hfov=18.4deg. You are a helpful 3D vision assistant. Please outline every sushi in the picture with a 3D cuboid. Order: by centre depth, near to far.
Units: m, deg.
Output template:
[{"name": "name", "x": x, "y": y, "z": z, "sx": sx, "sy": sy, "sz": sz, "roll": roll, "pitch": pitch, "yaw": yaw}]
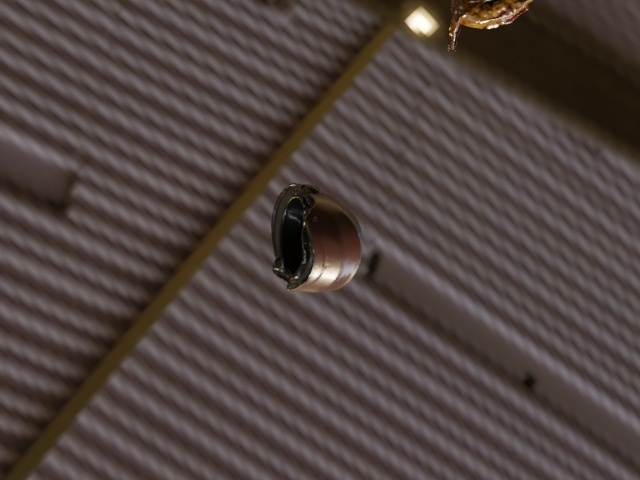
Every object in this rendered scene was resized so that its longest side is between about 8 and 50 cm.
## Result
[{"name": "sushi", "x": 0.119, "y": -0.168, "z": 1.319, "sx": 0.099, "sy": 0.047, "sz": 0.050, "roll": -26, "pitch": -104, "yaw": -12}]

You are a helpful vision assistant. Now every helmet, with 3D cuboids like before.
[{"name": "helmet", "x": 0.000, "y": 0.000, "z": 1.864, "sx": 0.070, "sy": 0.098, "sz": 0.123, "roll": 9, "pitch": -156, "yaw": -16}]
